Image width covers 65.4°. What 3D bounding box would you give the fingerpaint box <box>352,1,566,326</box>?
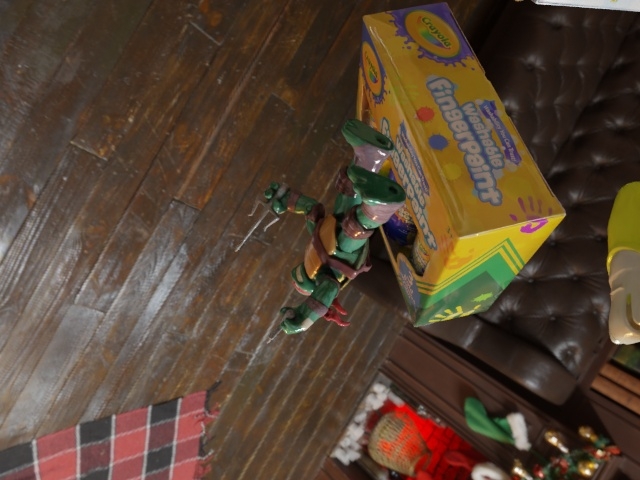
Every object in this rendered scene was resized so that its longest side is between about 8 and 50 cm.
[{"bbox_3d":[0.193,-0.120,0.898,0.163,0.444,0.371,-13,153,-6],"label":"fingerpaint box"}]

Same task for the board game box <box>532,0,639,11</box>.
[{"bbox_3d":[0.481,-0.483,0.672,0.318,0.066,0.318,0,130,-10],"label":"board game box"}]

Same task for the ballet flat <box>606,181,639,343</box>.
[{"bbox_3d":[0.232,0.067,0.311,0.077,0.231,0.077,-19,158,-3],"label":"ballet flat"}]

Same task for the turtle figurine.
[{"bbox_3d":[0.000,0.000,0.524,0.118,0.175,0.234,3,138,-33],"label":"turtle figurine"}]
